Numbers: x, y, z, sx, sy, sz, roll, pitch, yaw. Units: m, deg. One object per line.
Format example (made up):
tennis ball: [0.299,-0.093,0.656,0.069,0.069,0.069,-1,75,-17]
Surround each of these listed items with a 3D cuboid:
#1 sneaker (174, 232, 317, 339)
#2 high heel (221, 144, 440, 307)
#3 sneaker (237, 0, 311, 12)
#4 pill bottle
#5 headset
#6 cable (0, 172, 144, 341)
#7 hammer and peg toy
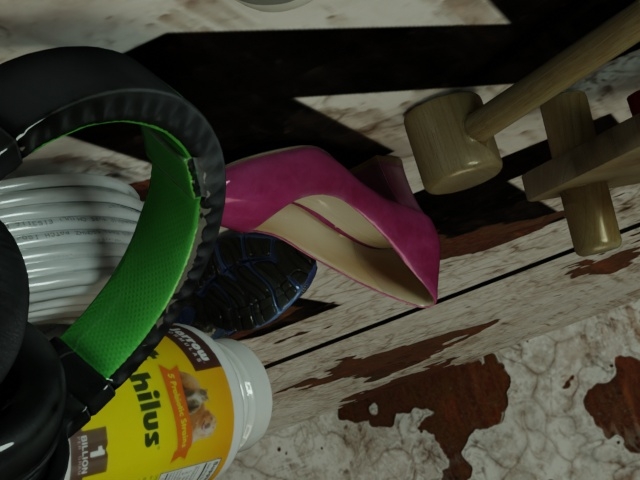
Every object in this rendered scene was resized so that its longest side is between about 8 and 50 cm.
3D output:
sneaker: [-0.070,0.038,1.235,0.087,0.083,0.221,-25,180,-39]
high heel: [0.000,0.000,1.035,0.082,0.117,0.244,-26,166,32]
sneaker: [-0.017,-0.139,0.491,0.132,0.086,0.229,-7,164,-35]
pill bottle: [-0.133,0.118,0.954,0.117,0.117,0.215,-28,166,38]
headset: [-0.224,0.049,0.727,0.394,0.185,0.243,-42,152,-22]
cable: [-0.228,0.039,0.943,0.257,0.089,0.257,-16,167,-9]
hammer and peg toy: [0.261,-0.074,1.000,0.361,0.127,0.266,-10,172,-23]
